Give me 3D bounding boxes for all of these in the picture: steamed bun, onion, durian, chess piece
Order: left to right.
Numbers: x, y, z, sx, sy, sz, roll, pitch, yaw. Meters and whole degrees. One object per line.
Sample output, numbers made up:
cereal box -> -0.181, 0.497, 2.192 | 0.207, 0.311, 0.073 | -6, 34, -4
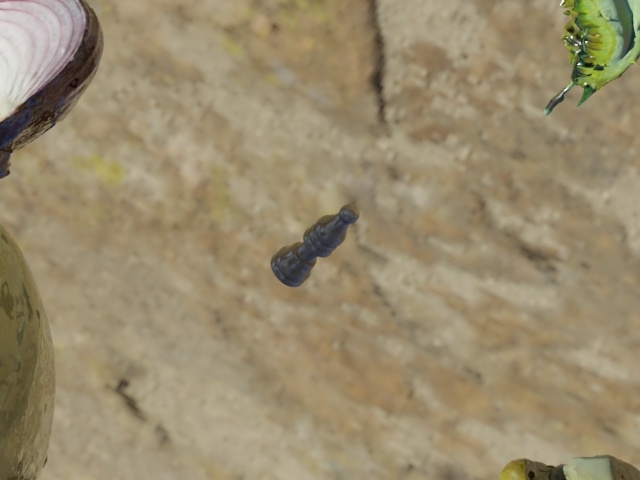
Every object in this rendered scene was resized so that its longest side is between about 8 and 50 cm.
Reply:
steamed bun -> -0.255, 0.105, 1.208 | 0.166, 0.273, 0.232 | 3, 146, 6
onion -> -0.257, -0.114, 1.356 | 0.151, 0.206, 0.098 | 60, 172, 30
chess piece -> 0.000, 0.000, 1.462 | 0.035, 0.035, 0.092 | 36, 128, -17
durian -> 0.205, -0.225, 1.298 | 0.132, 0.107, 0.375 | -5, 148, -2

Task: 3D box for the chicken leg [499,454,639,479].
chicken leg -> 0.090, 0.249, 0.909 | 0.153, 0.201, 0.429 | 56, 147, 38
